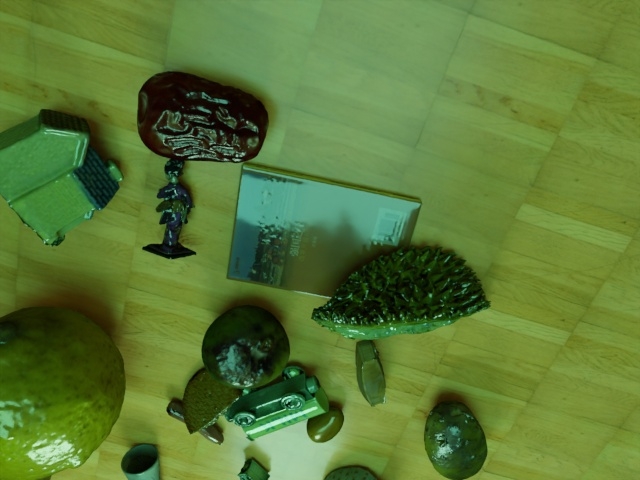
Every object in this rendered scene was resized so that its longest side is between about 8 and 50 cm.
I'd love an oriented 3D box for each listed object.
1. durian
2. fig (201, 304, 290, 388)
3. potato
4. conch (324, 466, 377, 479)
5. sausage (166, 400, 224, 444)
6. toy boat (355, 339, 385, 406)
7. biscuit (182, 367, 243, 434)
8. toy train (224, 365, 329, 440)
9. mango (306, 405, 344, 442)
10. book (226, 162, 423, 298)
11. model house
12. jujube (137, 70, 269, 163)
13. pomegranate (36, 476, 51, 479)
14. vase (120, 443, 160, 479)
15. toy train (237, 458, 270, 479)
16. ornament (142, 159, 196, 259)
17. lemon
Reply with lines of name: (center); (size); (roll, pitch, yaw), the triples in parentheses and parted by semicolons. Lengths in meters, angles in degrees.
durian: (0.172, 0.120, 1.010); (0.394, 0.163, 0.198); (-12, 157, -3)
fig: (-0.173, 0.237, 1.052); (0.191, 0.181, 0.181); (-9, 116, 36)
potato: (0.330, 0.498, 1.167); (0.149, 0.113, 0.251); (-8, 113, 8)
conch: (0.089, 0.709, 1.262); (0.200, 0.131, 0.172); (-26, 111, 12)
sausage: (-0.319, 0.469, 1.226); (0.177, 0.040, 0.047); (40, 109, -15)
toy boat: (0.113, 0.310, 1.118); (0.064, 0.072, 0.206); (-15, 126, -6)
biscuit: (-0.271, 0.376, 1.161); (0.206, 0.025, 0.126); (-41, 69, 21)
toy train: (-0.101, 0.406, 1.163); (0.253, 0.105, 0.157); (-25, 124, 12)
mango: (0.013, 0.457, 1.193); (0.080, 0.060, 0.114); (28, 108, -13)
book: (0.000, 0.000, 1.010); (0.373, 0.028, 0.263); (12, 114, -3)
model house: (-0.501, -0.134, 0.920); (0.189, 0.195, 0.214); (-33, 126, -10)
jujube: (-0.213, -0.215, 0.866); (0.230, 0.155, 0.155); (10, 114, -12)
pomegranate: (-0.812, 0.611, 1.220); (0.233, 0.233, 0.233); (1, 114, 2)
vase: (-0.468, 0.666, 1.294); (0.096, 0.096, 0.219); (0, 116, 3)
toy train: (-0.177, 0.632, 1.281); (0.038, 0.056, 0.093); (-29, 110, 32)
ornament: (-0.307, -0.069, 0.977); (0.081, 0.088, 0.203); (8, 103, 25)
lemon: (-0.596, 0.308, 1.001); (0.349, 0.350, 0.387); (6, 125, 0)
